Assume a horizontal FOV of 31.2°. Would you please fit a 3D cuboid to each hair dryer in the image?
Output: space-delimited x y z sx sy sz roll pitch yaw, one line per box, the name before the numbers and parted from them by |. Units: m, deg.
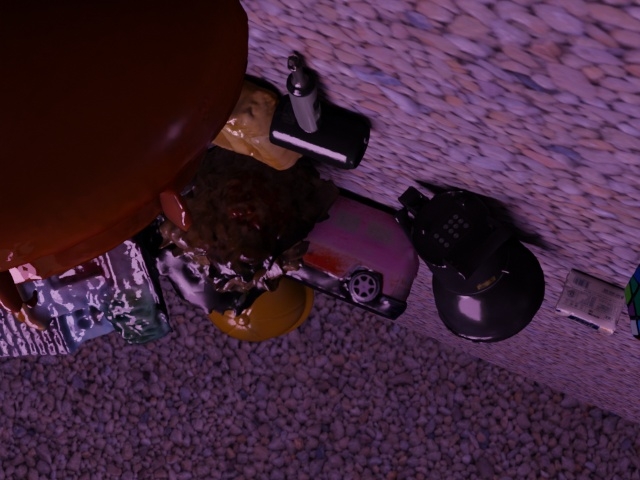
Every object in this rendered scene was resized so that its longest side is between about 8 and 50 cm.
hair dryer | -0.009 -0.134 1.150 0.100 0.057 0.197 19 167 13

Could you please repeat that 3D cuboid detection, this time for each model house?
model house | -0.426 -0.008 1.612 0.297 0.339 0.360 -117 10 -64

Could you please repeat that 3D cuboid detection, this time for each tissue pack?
tissue pack | 0.358 0.082 1.515 0.083 0.062 0.042 21 169 8

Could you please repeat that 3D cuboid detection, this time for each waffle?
waffle | -0.157 -0.164 1.328 0.274 0.057 0.168 21 172 21

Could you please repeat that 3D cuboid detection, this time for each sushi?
sushi | -0.112 -0.031 1.488 0.225 0.238 0.219 25 163 -7

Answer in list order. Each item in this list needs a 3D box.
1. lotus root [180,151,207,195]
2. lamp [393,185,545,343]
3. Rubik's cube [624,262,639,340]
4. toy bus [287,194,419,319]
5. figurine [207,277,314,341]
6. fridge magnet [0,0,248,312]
lotus root | -0.210 -0.149 1.132 0.175 0.175 0.349 17 163 37
lamp | 0.172 0.012 1.384 0.172 0.147 0.227 46 178 34
Rubik's cube | 0.367 0.060 1.129 0.112 0.133 0.133 49 -173 30
toy bus | 0.000 0.000 1.669 0.303 0.147 0.127 21 180 4
figurine | -0.091 0.037 1.815 0.192 0.256 0.167 17 152 7
fridge magnet | -0.225 -0.104 0.851 0.364 0.363 0.155 19 146 30
